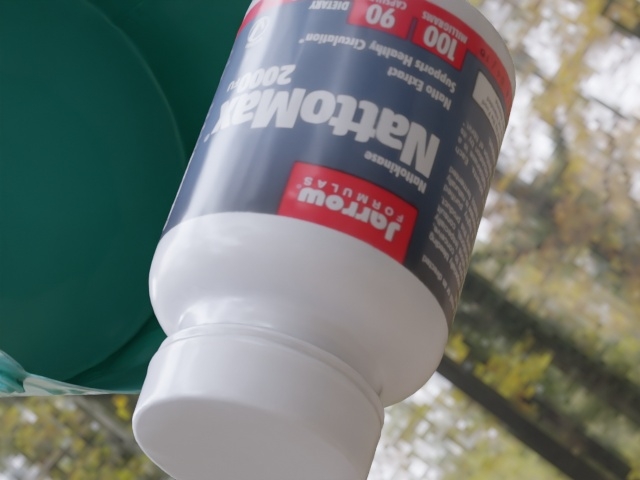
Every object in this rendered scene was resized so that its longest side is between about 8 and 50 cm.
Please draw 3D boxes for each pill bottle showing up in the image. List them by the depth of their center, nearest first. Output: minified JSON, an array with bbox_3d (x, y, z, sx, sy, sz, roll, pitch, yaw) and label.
[{"bbox_3d":[0.000,0.000,0.677,0.108,0.108,0.180,92,-166,-58],"label":"pill bottle"}]

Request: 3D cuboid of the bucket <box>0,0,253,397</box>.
[{"bbox_3d":[-0.129,-0.052,0.918,0.281,0.281,0.183,-41,12,-32],"label":"bucket"}]
